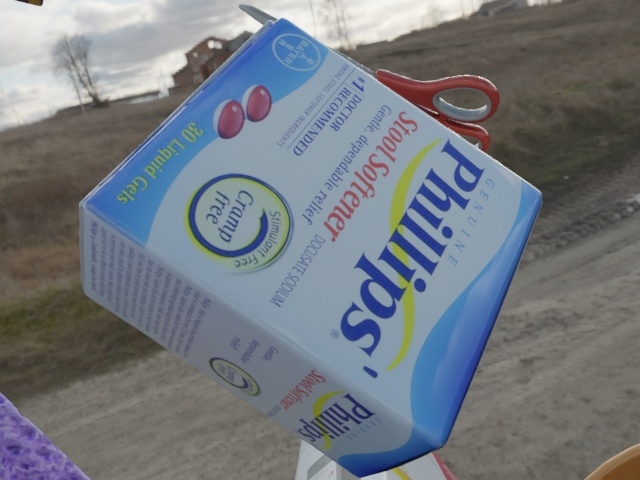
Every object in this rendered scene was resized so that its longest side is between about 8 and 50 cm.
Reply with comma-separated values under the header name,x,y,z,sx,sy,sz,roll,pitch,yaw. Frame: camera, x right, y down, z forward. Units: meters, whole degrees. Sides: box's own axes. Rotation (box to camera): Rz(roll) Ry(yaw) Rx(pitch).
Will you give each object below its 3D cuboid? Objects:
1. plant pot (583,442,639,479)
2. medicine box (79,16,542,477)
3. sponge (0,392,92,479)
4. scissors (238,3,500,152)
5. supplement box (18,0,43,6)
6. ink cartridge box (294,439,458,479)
name,x,y,z,sx,sy,sz,roll,pitch,yaw
plant pot,0.352,0.313,0.449,0.291,0.203,0.291,-21,16,6
medicine box,0.000,0.000,0.509,0.263,0.289,0.149,-56,-1,-34
sponge,-0.165,0.127,0.334,0.117,0.210,0.031,-19,23,53
scissors,0.049,-0.164,0.640,0.297,0.109,0.021,18,57,2
supplement box,-0.333,-0.279,0.498,0.188,0.080,0.104,10,-10,-15
ink cartridge box,0.082,0.324,0.632,0.131,0.226,0.306,-38,7,8
